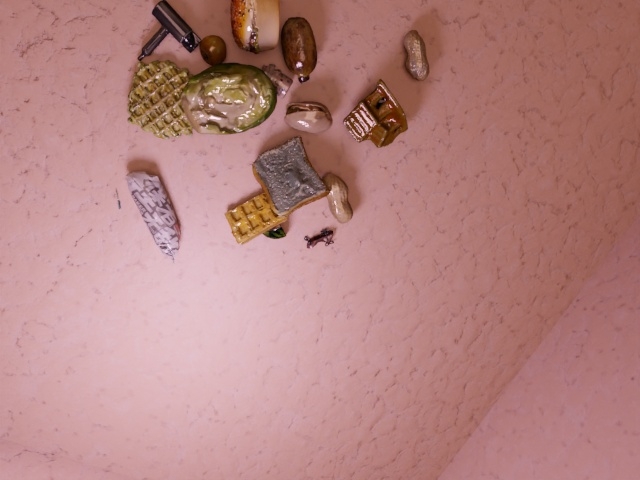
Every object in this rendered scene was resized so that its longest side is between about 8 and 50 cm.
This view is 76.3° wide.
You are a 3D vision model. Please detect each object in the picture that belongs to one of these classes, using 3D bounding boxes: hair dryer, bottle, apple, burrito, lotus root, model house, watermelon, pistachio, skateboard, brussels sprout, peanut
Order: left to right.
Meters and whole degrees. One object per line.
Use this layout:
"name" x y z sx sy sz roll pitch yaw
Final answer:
"burrito" -0.720 -0.103 1.824 0.138 0.101 0.446 -21 107 -9
"hair dryer" -0.636 -0.800 1.651 0.248 0.078 0.195 -40 110 13
"apple" -0.434 -0.776 1.664 0.102 0.099 0.114 -41 136 -22
"brussels sprout" -0.364 -0.561 1.641 0.371 0.315 0.276 -23 121 -18
"watermelon" -0.228 -0.059 1.949 0.135 0.125 0.094 3 77 8
"bottle" -0.200 -0.689 1.743 0.152 0.099 0.099 33 99 -14
"lotus root" -0.088 -0.795 1.711 0.145 0.128 0.260 -7 103 6
"pistachio" -0.051 -0.541 1.796 0.215 0.144 0.144 8 105 -3
"skateboard" 0.000 0.000 2.010 0.151 0.067 0.080 -24 119 -6
"peanut" 0.085 -0.200 1.930 0.123 0.123 0.257 -26 109 -2
"model house" 0.247 -0.533 1.827 0.239 0.173 0.268 -41 107 3
"peanut" 0.426 -0.821 1.818 0.098 0.090 0.215 -7 109 23

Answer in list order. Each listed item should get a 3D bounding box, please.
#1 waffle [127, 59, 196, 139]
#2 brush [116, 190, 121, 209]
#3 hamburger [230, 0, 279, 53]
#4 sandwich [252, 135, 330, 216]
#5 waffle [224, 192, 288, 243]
"waffle" -0.649 -0.586 1.702 0.297 0.073 0.317 12 104 -13
"brush" -0.898 -0.178 1.812 0.013 0.016 0.084 -8 109 -21
"hamburger" -0.258 -0.873 1.572 0.176 0.300 0.301 -4 108 -15
"sandwich" -0.141 -0.282 1.819 0.271 0.099 0.301 -28 87 -7
"waffle" -0.292 -0.111 1.882 0.274 0.057 0.168 -29 78 -1
